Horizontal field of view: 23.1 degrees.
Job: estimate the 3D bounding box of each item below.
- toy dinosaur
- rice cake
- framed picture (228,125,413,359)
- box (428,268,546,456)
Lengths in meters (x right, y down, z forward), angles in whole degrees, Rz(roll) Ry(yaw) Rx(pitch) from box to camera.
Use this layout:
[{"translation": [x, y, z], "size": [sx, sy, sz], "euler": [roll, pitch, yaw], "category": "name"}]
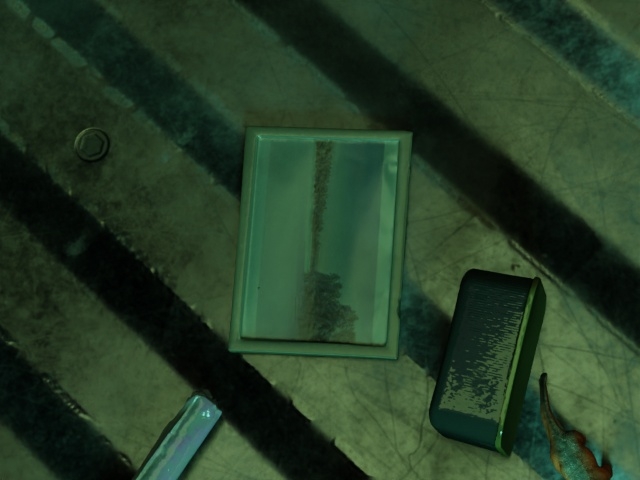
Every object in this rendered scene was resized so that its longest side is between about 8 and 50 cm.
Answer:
[{"translation": [0.306, 0.274, 1.781], "size": [0.055, 0.101, 0.279], "euler": [-37, 63, 10], "category": "toy dinosaur"}, {"translation": [-0.204, 0.294, 1.875], "size": [0.049, 0.055, 0.270], "euler": [33, 81, 10], "category": "rice cake"}, {"translation": [0.000, 0.000, 1.935], "size": [0.213, 0.016, 0.289], "euler": [3, 77, 9], "category": "framed picture"}, {"translation": [0.193, 0.139, 1.808], "size": [0.090, 0.144, 0.201], "euler": [13, 80, 14], "category": "box"}]
